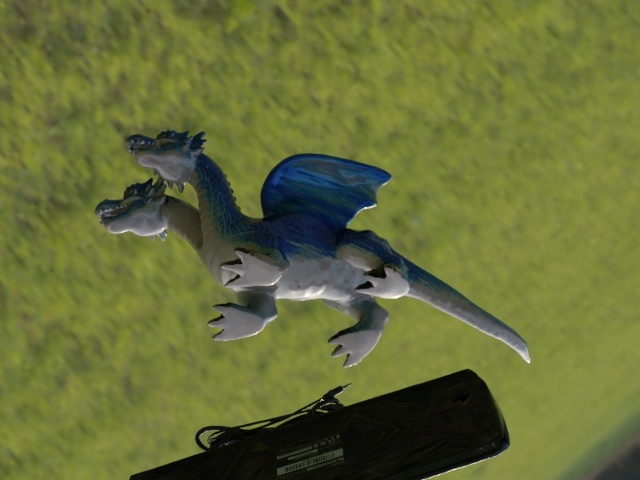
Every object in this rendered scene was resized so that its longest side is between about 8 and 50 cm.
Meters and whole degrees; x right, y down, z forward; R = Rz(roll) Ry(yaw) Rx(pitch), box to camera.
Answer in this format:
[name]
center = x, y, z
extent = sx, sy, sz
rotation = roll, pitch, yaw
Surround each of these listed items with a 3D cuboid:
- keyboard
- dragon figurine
[keyboard]
center = -0.001, 0.115, 0.811
extent = 0.192, 0.038, 0.100
rotation = -17, -153, 5
[dragon figurine]
center = 0.000, 0.000, 1.054
extent = 0.144, 0.289, 0.085
rotation = -94, -166, -50
